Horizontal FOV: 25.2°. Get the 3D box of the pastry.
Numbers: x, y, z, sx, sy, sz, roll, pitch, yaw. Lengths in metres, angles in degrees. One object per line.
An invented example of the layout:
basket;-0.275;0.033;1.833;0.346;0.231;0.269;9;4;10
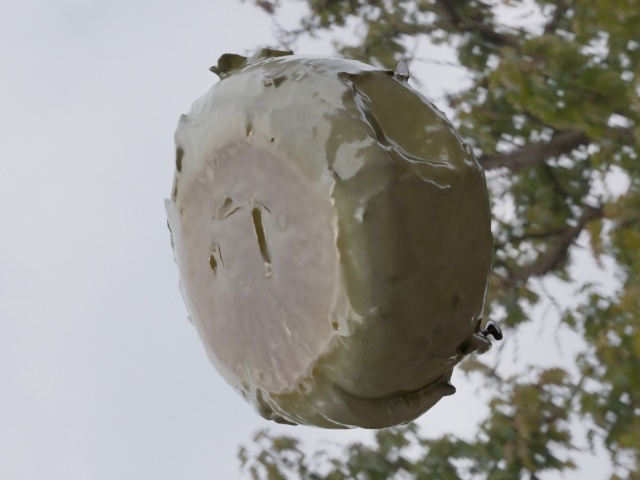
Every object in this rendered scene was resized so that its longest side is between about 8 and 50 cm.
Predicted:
pastry;0.000;0.000;0.588;0.088;0.166;0.166;-10;-63;-43
